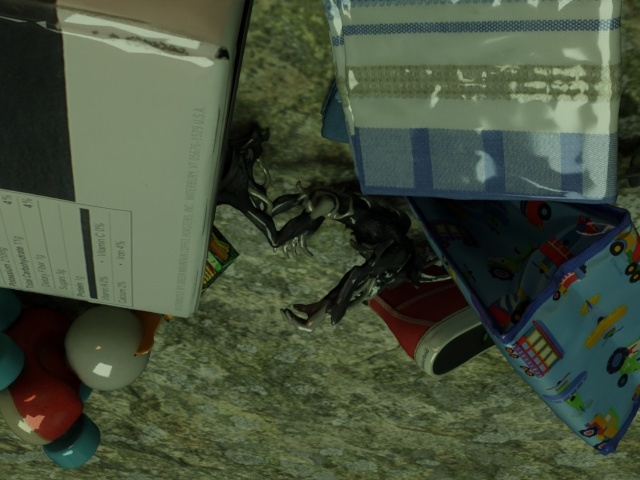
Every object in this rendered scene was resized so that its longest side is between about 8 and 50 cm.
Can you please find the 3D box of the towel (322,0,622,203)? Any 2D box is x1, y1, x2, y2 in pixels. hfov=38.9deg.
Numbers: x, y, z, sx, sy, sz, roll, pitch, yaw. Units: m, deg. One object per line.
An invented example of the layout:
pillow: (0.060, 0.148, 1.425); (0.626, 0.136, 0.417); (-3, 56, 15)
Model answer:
towel: (0.099, -0.156, 0.617); (0.209, 0.034, 0.285); (4, 122, 25)

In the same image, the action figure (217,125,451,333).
action figure: (0.000, 0.000, 0.915); (0.276, 0.164, 0.141); (29, 113, -21)

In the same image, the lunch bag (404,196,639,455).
lunch bag: (0.170, 0.020, 0.829); (0.138, 0.293, 0.221); (-44, 130, 0)

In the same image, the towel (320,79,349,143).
towel: (0.043, -0.131, 0.812); (0.067, 0.029, 0.119); (13, 147, -10)

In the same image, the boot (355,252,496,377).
boot: (0.159, 0.045, 1.039); (0.244, 0.176, 0.088); (-17, 134, -33)

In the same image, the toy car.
toy car: (-0.314, 0.143, 1.215); (0.238, 0.210, 0.219); (-28, 128, 1)

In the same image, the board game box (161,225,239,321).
board game box: (-0.194, -0.051, 0.841); (0.259, 0.030, 0.136); (49, 142, 1)

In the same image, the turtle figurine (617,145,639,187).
turtle figurine: (0.350, 0.014, 0.850); (0.198, 0.274, 0.266); (33, 160, 21)

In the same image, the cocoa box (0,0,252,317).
cocoa box: (-0.143, -0.172, 0.470); (0.228, 0.347, 0.231); (10, 149, -6)
